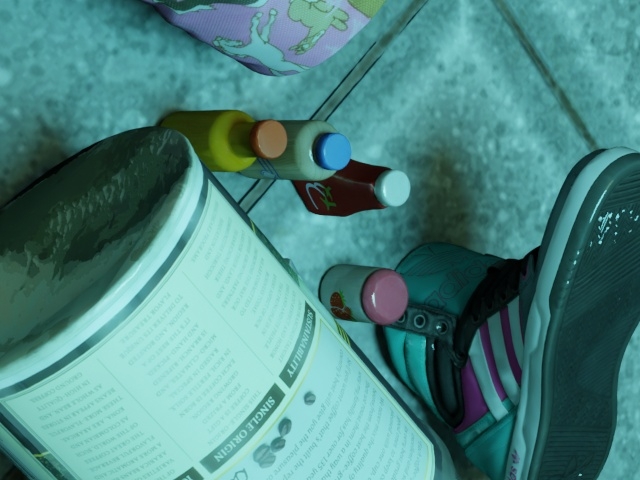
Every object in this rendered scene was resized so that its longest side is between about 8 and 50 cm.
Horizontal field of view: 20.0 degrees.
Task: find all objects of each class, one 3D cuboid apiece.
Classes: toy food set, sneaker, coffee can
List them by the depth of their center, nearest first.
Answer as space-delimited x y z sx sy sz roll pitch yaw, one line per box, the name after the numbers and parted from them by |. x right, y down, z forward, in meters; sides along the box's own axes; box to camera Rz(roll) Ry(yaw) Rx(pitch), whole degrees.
-0.075 0.098 1.079 0.201 0.201 0.275 -52 121 -23 | coffee can
0.000 0.000 1.193 0.111 0.104 0.232 -39 115 -29 | toy food set
0.132 0.034 1.250 0.123 0.178 0.296 -20 133 -36 | sneaker

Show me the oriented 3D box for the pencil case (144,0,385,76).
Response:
-0.127 -0.219 1.020 0.386 0.167 0.160 20 61 -45 | pencil case
